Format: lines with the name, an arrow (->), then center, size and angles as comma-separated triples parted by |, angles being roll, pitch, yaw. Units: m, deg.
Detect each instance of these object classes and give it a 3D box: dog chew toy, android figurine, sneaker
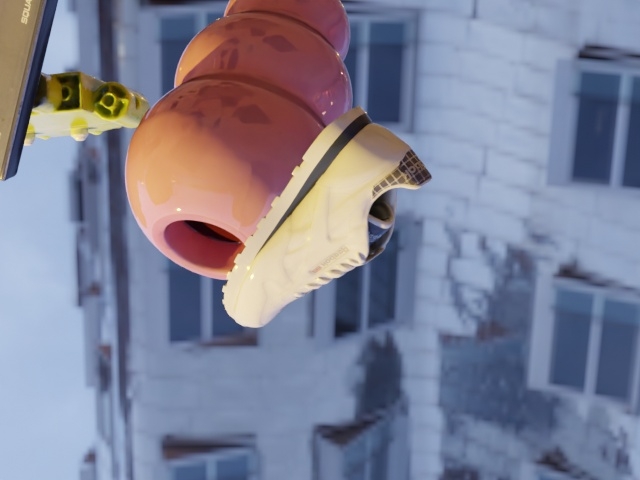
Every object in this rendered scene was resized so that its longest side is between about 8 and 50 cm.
dog chew toy -> -0.063, -0.128, 1.688 | 0.207, 0.206, 0.331 | 9, -121, 15
android figurine -> -0.311, -0.140, 1.863 | 0.248, 0.056, 0.273 | -5, 176, 8
sneaker -> 0.000, 0.000, 1.452 | 0.095, 0.235, 0.090 | 38, -146, 6

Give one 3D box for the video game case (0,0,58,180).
video game case -> -0.340, -0.189, 1.376 | 0.274, 0.196, 0.026 | 25, -155, 15
